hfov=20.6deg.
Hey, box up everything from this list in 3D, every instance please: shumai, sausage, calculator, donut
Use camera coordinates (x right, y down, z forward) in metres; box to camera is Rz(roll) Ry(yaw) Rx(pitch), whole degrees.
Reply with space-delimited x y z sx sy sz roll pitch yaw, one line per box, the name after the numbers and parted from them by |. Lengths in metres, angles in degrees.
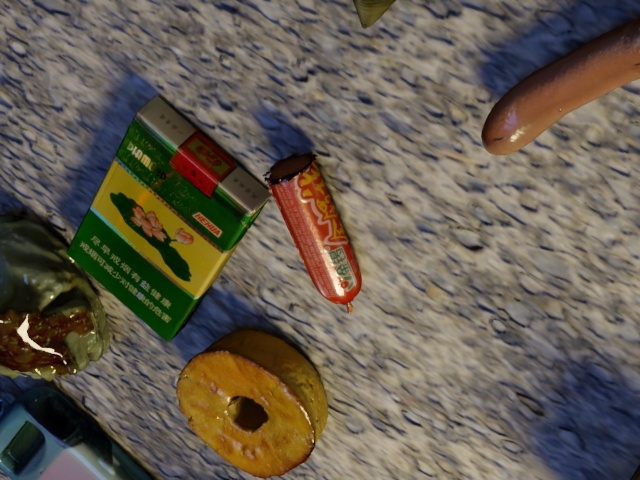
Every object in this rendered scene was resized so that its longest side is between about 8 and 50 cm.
-0.297 0.086 1.689 0.184 0.142 0.184 21 133 25 | shumai
0.174 -0.106 1.182 0.043 0.043 0.186 51 141 -9 | sausage
0.000 0.000 1.425 0.048 0.050 0.145 -20 116 4 | sausage
-0.244 0.269 1.880 0.293 0.051 0.173 43 143 1 | calculator
-0.058 0.144 1.597 0.152 0.058 0.152 23 136 23 | donut

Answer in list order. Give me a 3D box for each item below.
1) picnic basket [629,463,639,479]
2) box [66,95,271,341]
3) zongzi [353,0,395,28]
0.309 0.298 1.349 0.267 0.139 0.165 34 141 13 | picnic basket
-0.138 -0.013 1.544 0.132 0.034 0.235 41 142 5 | box
0.091 -0.195 1.134 0.205 0.094 0.204 19 139 28 | zongzi
